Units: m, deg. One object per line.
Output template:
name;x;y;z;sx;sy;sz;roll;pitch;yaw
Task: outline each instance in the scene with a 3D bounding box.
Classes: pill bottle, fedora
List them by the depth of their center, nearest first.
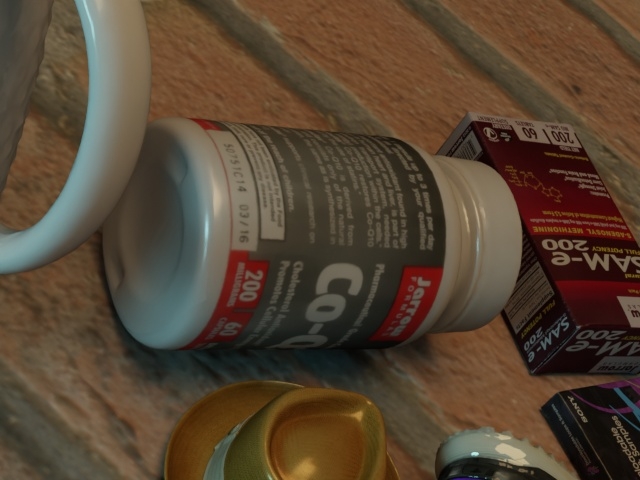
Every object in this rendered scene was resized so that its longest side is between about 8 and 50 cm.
fedora;-0.008;0.154;0.990;0.194;0.079;0.194;20;41;-19
pill bottle;0.000;0.000;1.085;0.283;0.161;0.161;3;49;-34

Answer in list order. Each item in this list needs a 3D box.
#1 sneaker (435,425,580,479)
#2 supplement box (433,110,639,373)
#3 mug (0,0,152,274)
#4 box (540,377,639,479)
sneaker;0.197;0.257;1.030;0.293;0.102;0.146;25;44;-5
supplement box;0.204;0.001;1.302;0.130;0.073;0.239;3;50;-34
mug;-0.248;-0.129;0.824;0.374;0.328;0.276;32;23;21
box;0.270;0.168;1.217;0.162;0.029;0.116;-5;54;-38
